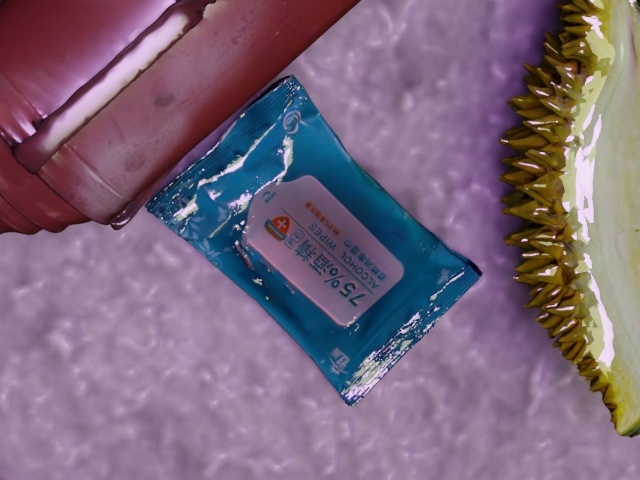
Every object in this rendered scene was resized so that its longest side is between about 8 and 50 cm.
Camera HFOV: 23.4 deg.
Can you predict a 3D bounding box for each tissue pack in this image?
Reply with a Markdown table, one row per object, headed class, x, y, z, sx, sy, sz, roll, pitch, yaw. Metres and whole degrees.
| class | x | y | z | sx | sy | sz | roll | pitch | yaw |
| --- | --- | --- | --- | --- | --- | --- | --- | --- | --- |
| tissue pack | 0.000 | 0.000 | 0.659 | 0.085 | 0.028 | 0.138 | -44 | 114 | 0 |

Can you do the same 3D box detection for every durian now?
| class | x | y | z | sx | sy | sz | roll | pitch | yaw |
| --- | --- | --- | --- | --- | --- | --- | --- | --- | --- |
| durian | 0.129 | -0.038 | 0.656 | 0.137 | 0.095 | 0.221 | -14 | 106 | -50 |

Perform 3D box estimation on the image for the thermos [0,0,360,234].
| class | x | y | z | sx | sy | sz | roll | pitch | yaw |
| --- | --- | --- | --- | --- | --- | --- | --- | --- | --- |
| thermos | -0.068 | -0.075 | 0.575 | 0.232 | 0.124 | 0.099 | -41 | 105 | 3 |
